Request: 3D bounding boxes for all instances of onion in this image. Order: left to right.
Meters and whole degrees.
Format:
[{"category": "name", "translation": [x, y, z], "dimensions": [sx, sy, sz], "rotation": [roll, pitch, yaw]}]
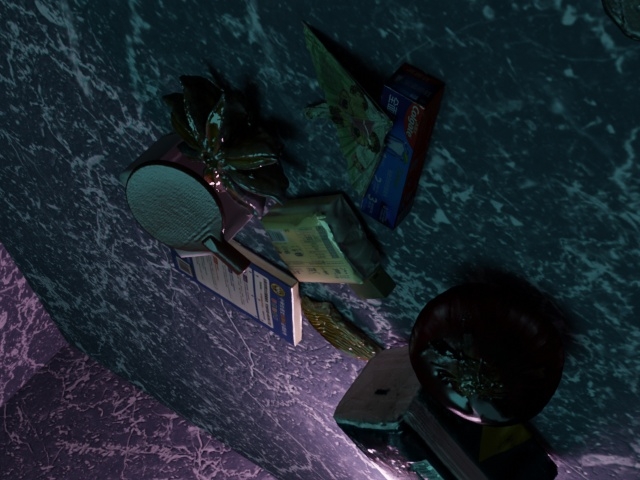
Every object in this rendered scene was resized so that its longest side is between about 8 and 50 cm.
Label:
[{"category": "onion", "translation": [0.302, 0.196, 1.432], "dimensions": [0.273, 0.285, 0.272], "rotation": [5, 105, 19]}]

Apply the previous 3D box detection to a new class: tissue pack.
[{"category": "tissue pack", "translation": [-0.292, -0.102, 1.751], "dimensions": [0.136, 0.159, 0.246], "rotation": [-4, 127, 50]}, {"category": "tissue pack", "translation": [0.000, 0.000, 1.607], "dimensions": [0.222, 0.090, 0.186], "rotation": [-5, 125, 51]}, {"category": "tissue pack", "translation": [0.273, 0.440, 1.707], "dimensions": [0.416, 0.253, 0.264], "rotation": [50, 149, -15]}]

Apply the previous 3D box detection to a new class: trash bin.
[{"category": "trash bin", "translation": [0.105, 0.090, 1.655], "dimensions": [0.061, 0.043, 0.092], "rotation": [49, 154, -13]}]

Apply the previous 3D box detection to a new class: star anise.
[{"category": "star anise", "translation": [-0.177, -0.187, 1.543], "dimensions": [0.332, 0.118, 0.331], "rotation": [37, 150, 26]}]

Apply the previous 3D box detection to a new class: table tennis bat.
[{"category": "table tennis bat", "translation": [-0.271, -0.040, 1.643], "dimensions": [0.310, 0.038, 0.200], "rotation": [43, 126, -16]}]

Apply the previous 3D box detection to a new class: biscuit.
[{"category": "biscuit", "translation": [0.054, 0.221, 1.903], "dimensions": [0.229, 0.031, 0.176], "rotation": [21, 147, 33]}]

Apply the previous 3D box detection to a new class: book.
[{"category": "book", "translation": [-0.230, 0.089, 2.055], "dimensions": [0.428, 0.039, 0.300], "rotation": [30, 149, 19]}]

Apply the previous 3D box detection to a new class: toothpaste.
[{"category": "toothpaste", "translation": [0.127, -0.141, 1.288], "dimensions": [0.076, 0.066, 0.320], "rotation": [33, 149, 16]}]

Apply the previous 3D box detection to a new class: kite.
[{"category": "kite", "translation": [0.038, -0.199, 1.285], "dimensions": [0.268, 0.013, 0.322], "rotation": [24, 139, 56]}]

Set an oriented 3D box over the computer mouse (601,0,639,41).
[{"category": "computer mouse", "translation": [0.383, -0.256, 0.828], "dimensions": [0.192, 0.062, 0.105], "rotation": [23, 146, 18]}]
